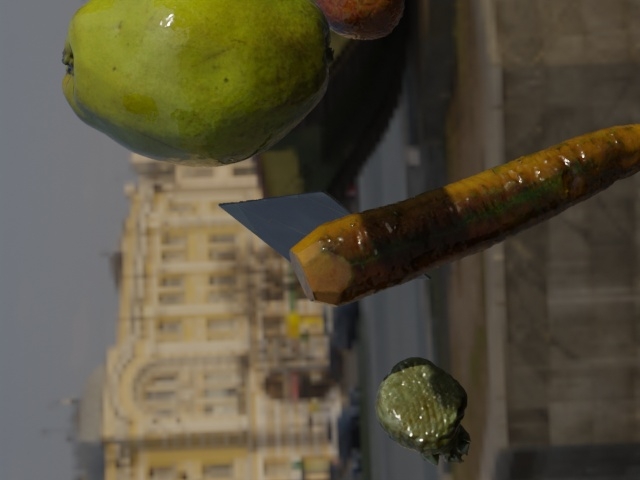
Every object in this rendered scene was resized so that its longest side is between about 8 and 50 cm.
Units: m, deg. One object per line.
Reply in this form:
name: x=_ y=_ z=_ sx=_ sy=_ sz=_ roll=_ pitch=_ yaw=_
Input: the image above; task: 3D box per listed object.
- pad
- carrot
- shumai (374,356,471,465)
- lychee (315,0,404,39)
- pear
pad: x=0.000 y=0.000 z=1.667 sx=0.243 sy=0.163 sz=0.004 roll=-5 pitch=51 yaw=60
carrot: x=0.129 y=-0.028 z=1.180 sx=0.066 sy=0.314 sz=0.066 roll=158 pitch=90 yaw=-81
shumai: x=0.079 y=0.147 z=1.226 sx=0.080 sy=0.082 sz=0.083 roll=103 pitch=150 yaw=-50
lychee: x=0.036 y=-0.289 z=1.783 sx=0.114 sy=0.140 sz=0.101 roll=-9 pitch=73 yaw=46
pear: x=-0.121 y=-0.174 z=1.497 sx=0.212 sy=0.269 sz=0.212 roll=179 pitch=90 yaw=-90
